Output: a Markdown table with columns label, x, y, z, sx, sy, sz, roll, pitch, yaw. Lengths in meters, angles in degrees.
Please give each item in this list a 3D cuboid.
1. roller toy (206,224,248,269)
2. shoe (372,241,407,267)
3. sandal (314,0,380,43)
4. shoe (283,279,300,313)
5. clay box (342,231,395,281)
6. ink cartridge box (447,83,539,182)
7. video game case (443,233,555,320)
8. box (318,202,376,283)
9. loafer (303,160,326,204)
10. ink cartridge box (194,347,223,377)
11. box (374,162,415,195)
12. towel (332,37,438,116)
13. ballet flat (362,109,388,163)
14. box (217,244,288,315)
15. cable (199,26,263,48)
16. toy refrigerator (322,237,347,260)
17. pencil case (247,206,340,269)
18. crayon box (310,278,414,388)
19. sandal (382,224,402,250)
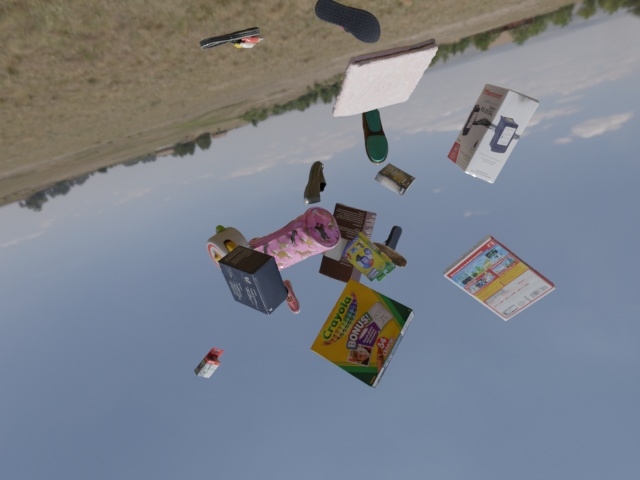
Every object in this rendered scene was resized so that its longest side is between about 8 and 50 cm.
| label | x | y | z | sx | sy | sz | roll | pitch | yaw |
| --- | --- | --- | --- | --- | --- | --- | --- | --- | --- |
| roller toy | -0.428 | 0.048 | 1.977 | 0.209 | 0.191 | 0.146 | 29 | -129 | 33 |
| shoe | 0.355 | 0.074 | 2.262 | 0.219 | 0.076 | 0.058 | 30 | -164 | -2 |
| sandal | 0.071 | -0.555 | 1.069 | 0.179 | 0.067 | 0.040 | 19 | -153 | -14 |
| shoe | -0.157 | 0.283 | 2.115 | 0.063 | 0.178 | 0.081 | -21 | 177 | 17 |
| clay box | 0.213 | 0.083 | 1.888 | 0.127 | 0.222 | 0.053 | -48 | 178 | 33 |
| ink cartridge box | 0.479 | -0.307 | 1.208 | 0.100 | 0.237 | 0.172 | 19 | -157 | -10 |
| video game case | 0.577 | 0.127 | 1.388 | 0.204 | 0.285 | 0.025 | -48 | -168 | 34 |
| box | 0.141 | 0.016 | 2.201 | 0.191 | 0.381 | 0.143 | 18 | -173 | 29 |
| loafer | -0.013 | -0.261 | 1.967 | 0.087 | 0.094 | 0.251 | 9 | -122 | 7 |
| ink cartridge box | -0.411 | 0.458 | 1.597 | 0.115 | 0.063 | 0.029 | -51 | -132 | 4 |
| box | 0.425 | -0.349 | 2.414 | 0.183 | 0.056 | 0.231 | 33 | -148 | 10 |
| towel | 0.212 | -0.560 | 1.498 | 0.317 | 0.053 | 0.332 | -18 | 170 | -12 |
| ballet flat | 0.255 | -0.491 | 2.079 | 0.116 | 0.342 | 0.124 | -5 | 156 | -7 |
| box | -0.196 | 0.114 | 1.247 | 0.158 | 0.156 | 0.093 | 15 | -137 | 39 |
| cable | -0.342 | -0.793 | 1.704 | 0.139 | 0.072 | 0.287 | 2 | -149 | 36 |
| toy refrigerator | 0.000 | 0.000 | 1.974 | 0.094 | 0.102 | 0.269 | 23 | -178 | -34 |
| pencil case | -0.105 | 0.007 | 1.538 | 0.386 | 0.160 | 0.167 | -23 | -175 | 42 |
| crayon box | 0.182 | 0.396 | 1.854 | 0.313 | 0.106 | 0.363 | 25 | -103 | 26 |
| sandal | 0.418 | 0.028 | 2.598 | 0.054 | 0.097 | 0.254 | 25 | -94 | 52 |
